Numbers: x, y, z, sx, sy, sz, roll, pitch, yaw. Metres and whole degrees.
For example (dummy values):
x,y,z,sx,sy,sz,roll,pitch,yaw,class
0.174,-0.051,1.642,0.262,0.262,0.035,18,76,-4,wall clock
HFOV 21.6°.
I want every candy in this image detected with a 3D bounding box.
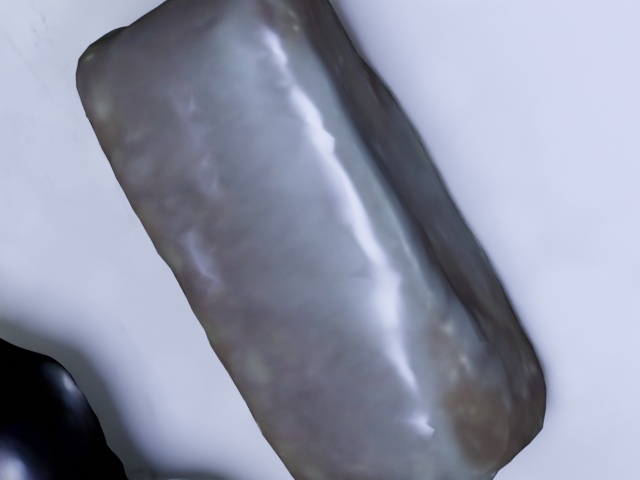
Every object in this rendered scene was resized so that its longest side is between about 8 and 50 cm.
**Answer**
x,y,z,sx,sy,sz,roll,pitch,yaw,class
0.000,0.000,0.685,0.104,0.102,0.234,-26,91,26,candy

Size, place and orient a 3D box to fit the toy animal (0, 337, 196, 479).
x,y,z,sx,sy,sz,roll,pitch,yaw,class
-0.132,0.171,0.738,0.267,0.212,0.212,42,115,4,toy animal
